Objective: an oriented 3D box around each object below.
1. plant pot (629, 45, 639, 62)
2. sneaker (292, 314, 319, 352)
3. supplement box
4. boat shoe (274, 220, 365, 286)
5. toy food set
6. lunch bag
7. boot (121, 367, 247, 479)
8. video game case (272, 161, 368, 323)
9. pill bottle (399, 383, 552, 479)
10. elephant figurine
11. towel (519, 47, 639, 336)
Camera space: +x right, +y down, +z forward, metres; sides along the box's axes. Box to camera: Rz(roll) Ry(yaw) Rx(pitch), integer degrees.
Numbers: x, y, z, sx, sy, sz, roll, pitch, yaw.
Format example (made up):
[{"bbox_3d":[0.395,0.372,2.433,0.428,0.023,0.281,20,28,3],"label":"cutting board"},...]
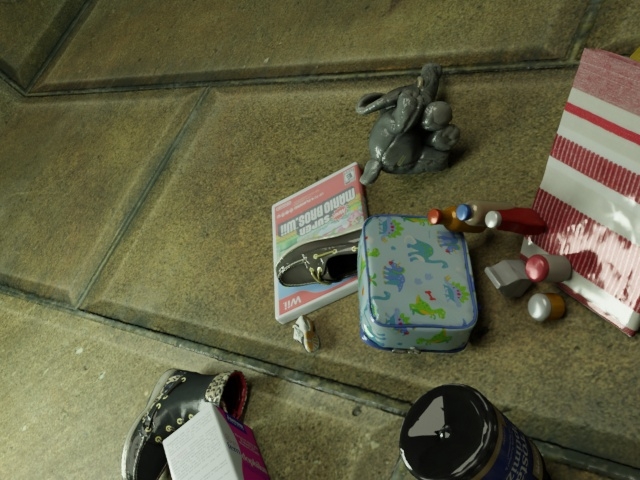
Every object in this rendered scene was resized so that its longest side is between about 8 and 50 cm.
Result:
[{"bbox_3d":[0.542,-0.212,1.136,0.212,0.187,0.212,-46,40,1],"label":"plant pot"},{"bbox_3d":[-0.027,0.168,1.442,0.037,0.032,0.083,-46,33,22],"label":"sneaker"},{"bbox_3d":[-0.151,0.381,1.306,0.114,0.111,0.220,-41,41,6],"label":"supplement box"},{"bbox_3d":[0.019,0.035,1.427,0.227,0.081,0.069,-22,42,22],"label":"boat shoe"},{"bbox_3d":[0.261,0.013,1.212,0.111,0.104,0.232,-59,44,34],"label":"toy food set"},{"bbox_3d":[0.146,0.066,1.278,0.176,0.090,0.219,2,51,-5],"label":"lunch bag"},{"bbox_3d":[-0.233,0.321,1.441,0.178,0.085,0.236,-10,46,36],"label":"boot"},{"bbox_3d":[0.000,0.000,1.556,0.204,0.025,0.285,-26,44,22],"label":"video game case"},{"bbox_3d":[0.197,0.270,1.013,0.122,0.219,0.123,-23,46,26],"label":"pill bottle"},{"bbox_3d":[0.151,-0.221,1.534,0.239,0.186,0.169,-110,27,-58],"label":"elephant figurine"},{"bbox_3d":[0.396,-0.070,1.127,0.237,0.037,0.329,44,128,50],"label":"towel"}]
